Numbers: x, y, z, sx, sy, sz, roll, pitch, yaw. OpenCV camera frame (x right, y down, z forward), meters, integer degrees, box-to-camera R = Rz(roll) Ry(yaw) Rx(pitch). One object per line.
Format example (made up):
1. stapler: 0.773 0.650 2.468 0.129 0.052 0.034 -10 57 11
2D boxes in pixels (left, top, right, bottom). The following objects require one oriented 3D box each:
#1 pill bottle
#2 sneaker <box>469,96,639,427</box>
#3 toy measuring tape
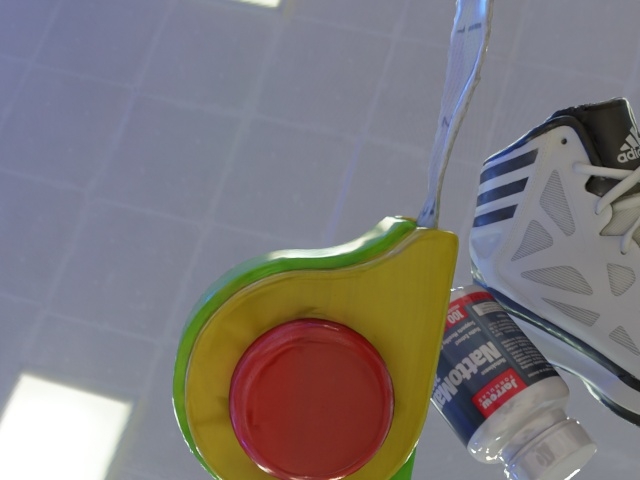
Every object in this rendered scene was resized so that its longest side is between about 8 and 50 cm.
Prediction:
1. pill bottle: 0.160 0.138 0.882 0.108 0.108 0.180 -32 -121 -10
2. sneaker: 0.296 0.010 0.879 0.169 0.257 0.448 -21 -156 -33
3. toy measuring tape: 0.000 0.000 0.439 0.121 0.121 0.330 10 -85 6
